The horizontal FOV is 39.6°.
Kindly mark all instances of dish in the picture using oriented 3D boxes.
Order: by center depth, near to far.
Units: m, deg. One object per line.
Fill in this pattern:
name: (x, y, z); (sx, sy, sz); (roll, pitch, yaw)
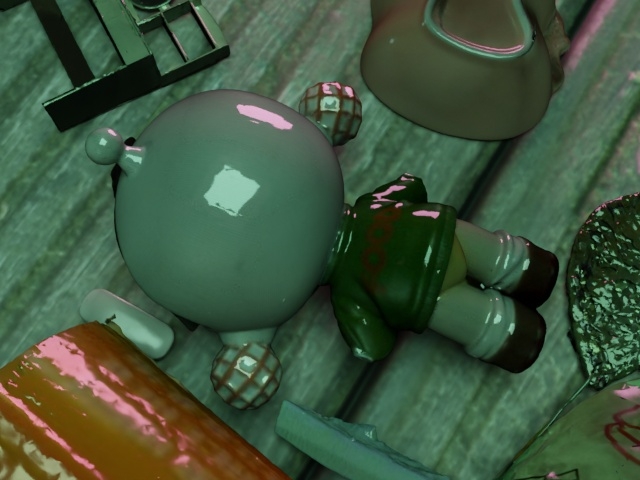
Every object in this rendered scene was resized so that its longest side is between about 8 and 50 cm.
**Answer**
dish: (0.141, -0.204, 0.807); (0.213, 0.090, 0.214); (1, 70, -2)

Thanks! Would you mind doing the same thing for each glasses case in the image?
glasses case: (-0.159, 0.069, 0.731); (0.083, 0.021, 0.032); (27, 69, 6)

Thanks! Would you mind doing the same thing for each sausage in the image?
sausage: (-0.109, 0.227, 0.572); (0.287, 0.233, 0.233); (38, 73, 12)

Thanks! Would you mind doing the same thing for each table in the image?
table: (-0.191, -0.203, 0.806); (0.175, 0.062, 0.146); (-28, 74, -9)

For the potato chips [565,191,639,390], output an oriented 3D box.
potato chips: (0.320, 0.051, 0.760); (0.219, 0.029, 0.202); (17, 68, 5)

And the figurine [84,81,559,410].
figurine: (0.000, 0.000, 0.693); (0.369, 0.167, 0.282); (19, 74, -5)

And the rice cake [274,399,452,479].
rice cake: (0.046, 0.168, 0.671); (0.180, 0.030, 0.042); (23, 96, 25)

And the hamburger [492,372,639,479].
hamburger: (0.242, 0.181, 0.588); (0.260, 0.151, 0.276); (-22, 37, -2)
